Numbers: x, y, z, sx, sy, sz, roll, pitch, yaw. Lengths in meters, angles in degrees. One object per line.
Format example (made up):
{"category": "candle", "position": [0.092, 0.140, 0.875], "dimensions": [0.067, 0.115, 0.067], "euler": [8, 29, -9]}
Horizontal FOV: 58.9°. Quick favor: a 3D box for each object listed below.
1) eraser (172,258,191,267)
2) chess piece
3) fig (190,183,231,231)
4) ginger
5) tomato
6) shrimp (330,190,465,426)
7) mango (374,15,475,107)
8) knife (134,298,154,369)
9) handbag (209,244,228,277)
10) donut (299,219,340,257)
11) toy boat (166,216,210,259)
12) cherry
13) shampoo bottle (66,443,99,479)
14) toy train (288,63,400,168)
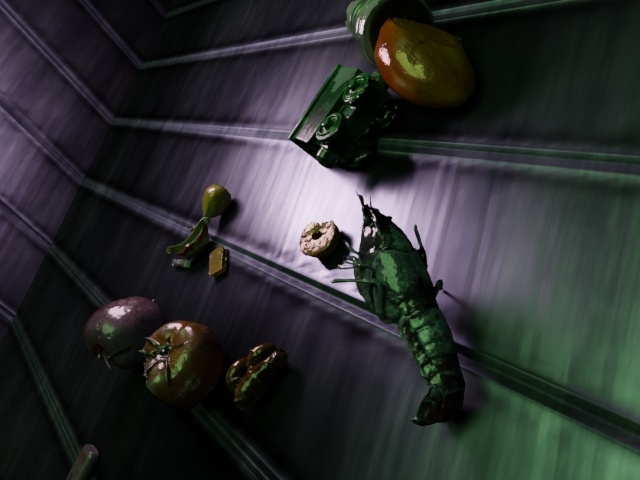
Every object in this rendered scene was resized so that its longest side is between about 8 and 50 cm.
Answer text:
{"category": "eraser", "position": [-0.440, 0.072, 1.793], "dimensions": [0.099, 0.019, 0.027], "euler": [-1, 77, 49]}
{"category": "chess piece", "position": [0.156, -0.559, 1.467], "dimensions": [0.194, 0.195, 0.299], "euler": [-47, 29, 13]}
{"category": "fig", "position": [-0.333, -0.093, 1.756], "dimensions": [0.093, 0.093, 0.166], "euler": [40, 112, 54]}
{"category": "ginger", "position": [-0.140, 0.288, 1.246], "dimensions": [0.162, 0.073, 0.103], "euler": [-47, 50, 2]}
{"category": "tomato", "position": [-0.318, 0.281, 1.370], "dimensions": [0.155, 0.181, 0.214], "euler": [-42, 42, 9]}
{"category": "shrimp", "position": [0.136, 0.100, 0.965], "dimensions": [0.166, 0.221, 0.410], "euler": [-61, 43, 35]}
{"category": "mango", "position": [0.234, -0.380, 1.255], "dimensions": [0.138, 0.187, 0.257], "euler": [97, 159, -49]}
{"category": "knife", "position": [-0.545, 0.289, 1.756], "dimensions": [0.035, 0.018, 0.247], "euler": [-32, 40, 33]}
{"category": "handbag", "position": [-0.293, 0.062, 1.627], "dimensions": [0.061, 0.027, 0.083], "euler": [-32, 45, 30]}
{"category": "donut", "position": [0.000, 0.000, 1.324], "dimensions": [0.108, 0.043, 0.097], "euler": [4, 66, 49]}
{"category": "toy boat", "position": [-0.392, 0.005, 1.732], "dimensions": [0.185, 0.089, 0.071], "euler": [-37, 84, 20]}
{"category": "cherry", "position": [-0.570, 0.267, 1.643], "dimensions": [0.213, 0.183, 0.266], "euler": [23, 39, 17]}
{"category": "shampoo bottle", "position": [-0.690, 0.669, 1.611], "dimensions": [0.080, 0.040, 0.165], "euler": [18, 76, 51]}
{"category": "toy train", "position": [0.066, -0.298, 1.390], "dimensions": [0.266, 0.145, 0.202], "euler": [-56, 33, 0]}
